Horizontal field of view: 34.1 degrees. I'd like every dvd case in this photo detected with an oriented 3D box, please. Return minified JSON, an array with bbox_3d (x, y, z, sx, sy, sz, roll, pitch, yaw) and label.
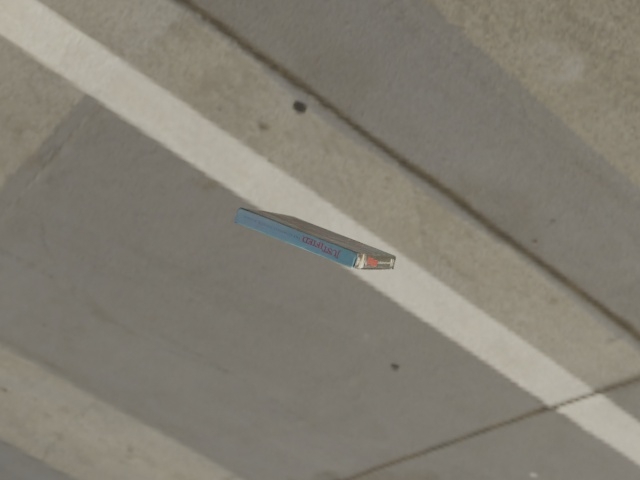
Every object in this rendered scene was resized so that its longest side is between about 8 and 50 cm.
[{"bbox_3d":[0.000,0.000,0.717,0.087,0.013,0.119,21,-175,16],"label":"dvd case"}]
